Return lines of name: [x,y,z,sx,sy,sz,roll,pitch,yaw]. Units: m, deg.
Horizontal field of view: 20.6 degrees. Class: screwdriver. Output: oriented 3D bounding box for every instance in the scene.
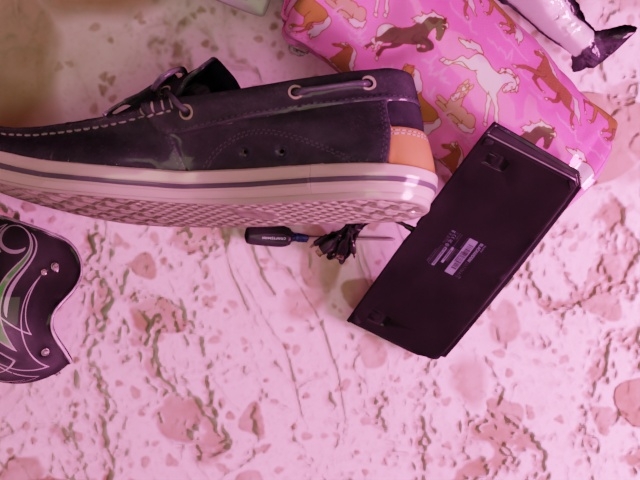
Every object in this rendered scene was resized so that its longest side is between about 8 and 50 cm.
screwdriver: [0.000,0.000,1.935,0.170,0.024,0.025,6,71,-11]

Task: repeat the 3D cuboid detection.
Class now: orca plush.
orca plush: [0.228,-0.316,1.865,0.287,0.151,0.102,37,63,-10]

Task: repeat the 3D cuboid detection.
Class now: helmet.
helmet: [-0.326,0.065,1.833,0.169,0.169,0.161,22,81,-11]

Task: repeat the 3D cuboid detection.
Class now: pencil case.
pencil case: [0.136,-0.173,1.851,0.386,0.167,0.160,39,51,-13]

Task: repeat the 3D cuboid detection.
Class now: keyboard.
keyboard: [0.116,-0.008,1.862,0.201,0.033,0.317,27,129,-10]

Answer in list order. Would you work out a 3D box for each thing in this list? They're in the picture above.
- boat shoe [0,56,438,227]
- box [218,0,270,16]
boat shoe: [-0.126,-0.101,1.789,0.500,0.187,0.156,-1,81,15]
box: [-0.091,-0.298,1.830,0.101,0.087,0.102,21,97,-11]
